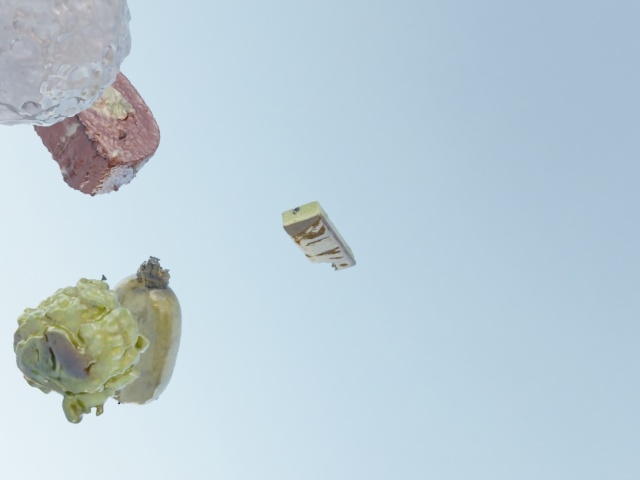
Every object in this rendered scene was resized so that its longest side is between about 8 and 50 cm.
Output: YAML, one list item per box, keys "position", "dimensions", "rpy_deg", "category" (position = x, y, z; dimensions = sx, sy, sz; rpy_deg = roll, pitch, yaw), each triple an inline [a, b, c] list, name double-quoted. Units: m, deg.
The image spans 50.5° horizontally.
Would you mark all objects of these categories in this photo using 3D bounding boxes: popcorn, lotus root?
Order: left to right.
- position: [-0.377, 0.167, 1.071]
  dimensions: [0.218, 0.169, 0.189]
  rpy_deg: [-20, -69, 35]
  category: "popcorn"
- position: [-0.366, 0.182, 1.385]
  dimensions: [0.169, 0.151, 0.343]
  rpy_deg: [20, -72, 15]
  category: "lotus root"

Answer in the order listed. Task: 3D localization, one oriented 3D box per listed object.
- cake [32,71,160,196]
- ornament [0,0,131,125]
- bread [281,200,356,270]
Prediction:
- position: [-0.454, -0.235, 1.371]
  dimensions: [0.151, 0.177, 0.283]
  rpy_deg: [-37, -96, 38]
  category: "cake"
- position: [-0.335, -0.259, 0.764]
  dimensions: [0.225, 0.259, 0.260]
  rpy_deg: [-27, -85, 5]
  category: "ornament"
- position: [0.000, 0.000, 1.427]
  dimensions: [0.088, 0.226, 0.049]
  rpy_deg: [-20, -125, 11]
  category: "bread"
